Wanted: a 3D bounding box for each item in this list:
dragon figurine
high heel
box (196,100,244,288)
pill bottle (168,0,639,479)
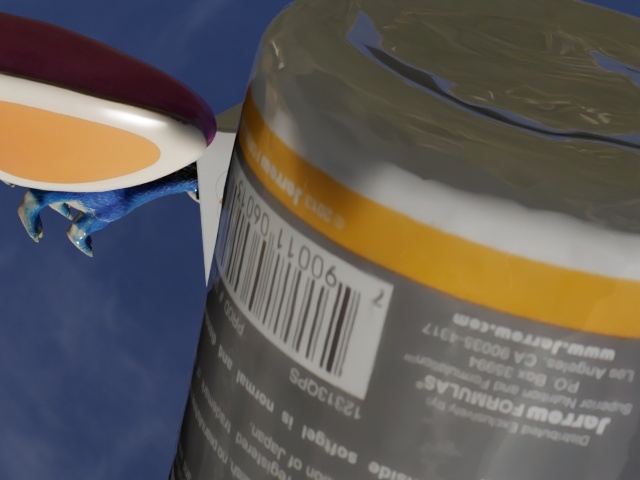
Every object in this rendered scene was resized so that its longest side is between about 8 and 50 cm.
[{"bbox_3d":[-0.186,-0.070,1.294,0.144,0.289,0.085,-40,-119,12],"label":"dragon figurine"},{"bbox_3d":[-0.138,-0.090,0.612,0.244,0.082,0.117,7,-120,26],"label":"high heel"},{"bbox_3d":[0.000,0.000,1.026,0.130,0.170,0.091,4,-162,21],"label":"box"},{"bbox_3d":[0.035,0.076,0.468,0.162,0.278,0.162,10,-154,-5],"label":"pill bottle"}]
